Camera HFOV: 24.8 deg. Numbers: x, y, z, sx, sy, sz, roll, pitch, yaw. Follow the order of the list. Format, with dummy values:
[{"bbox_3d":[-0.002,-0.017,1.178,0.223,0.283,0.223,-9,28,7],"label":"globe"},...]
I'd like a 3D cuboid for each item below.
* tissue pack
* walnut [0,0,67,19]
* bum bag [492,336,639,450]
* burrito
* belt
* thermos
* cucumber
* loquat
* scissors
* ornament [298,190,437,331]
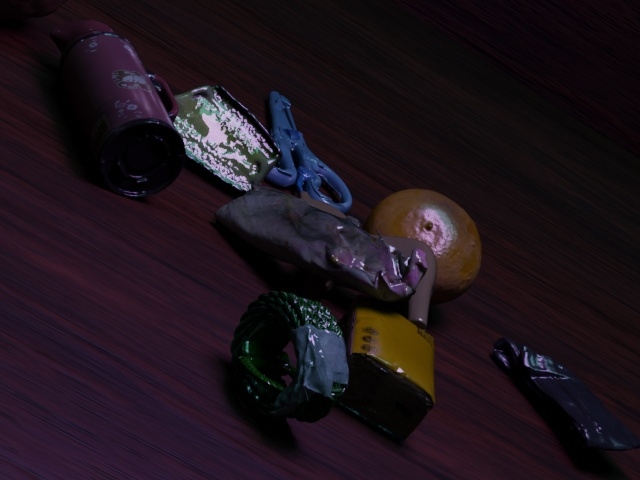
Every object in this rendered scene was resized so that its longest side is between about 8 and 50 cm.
[{"bbox_3d":[0.073,0.146,1.718,0.120,0.082,0.169,32,20,-8],"label":"tissue pack"},{"bbox_3d":[-0.425,-0.438,1.996,0.227,0.273,0.273,-35,66,-29],"label":"walnut"},{"bbox_3d":[0.337,0.219,2.006,0.123,0.060,0.248,21,23,-37],"label":"bum bag"},{"bbox_3d":[-0.002,0.003,1.823,0.309,0.066,0.096,23,45,34],"label":"burrito"},{"bbox_3d":[-0.039,0.123,1.538,0.079,0.121,0.151,19,30,-43],"label":"belt"},{"bbox_3d":[-0.259,-0.195,1.898,0.136,0.109,0.330,-18,40,-12],"label":"thermos"},{"bbox_3d":[-0.153,-0.142,2.022,0.193,0.086,0.115,37,64,1],"label":"cucumber"},{"bbox_3d":[0.134,0.018,2.014,0.172,0.149,0.204,39,43,-2],"label":"loquat"},{"bbox_3d":[-0.043,-0.150,2.277,0.180,0.032,0.393,28,21,-20],"label":"scissors"},{"bbox_3d":[0.038,0.026,1.896,0.230,0.061,0.245,8,40,3],"label":"ornament"}]
